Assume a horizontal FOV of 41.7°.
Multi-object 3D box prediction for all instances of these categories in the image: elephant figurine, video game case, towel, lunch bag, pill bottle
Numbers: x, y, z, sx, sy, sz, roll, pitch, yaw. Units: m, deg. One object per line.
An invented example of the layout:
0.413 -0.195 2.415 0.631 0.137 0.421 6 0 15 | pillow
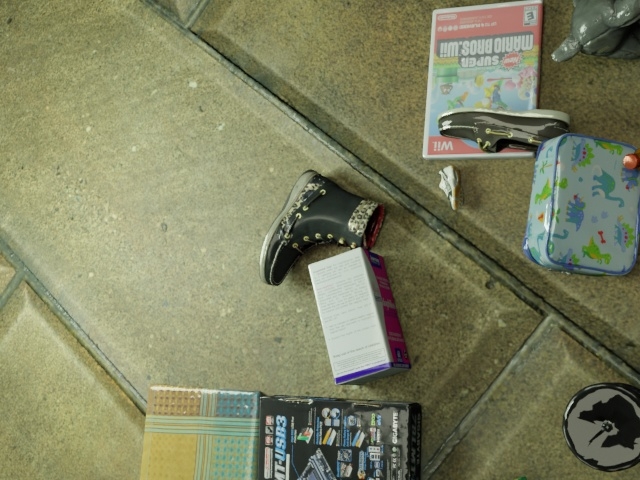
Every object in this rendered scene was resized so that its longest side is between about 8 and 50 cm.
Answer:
0.487 -0.429 1.395 0.169 0.186 0.239 130 139 -58 | elephant figurine
0.293 -0.288 1.516 0.204 0.025 0.285 1 82 26 | video game case
-0.238 0.473 1.635 0.271 0.040 0.370 -1 79 24 | towel
0.426 -0.053 1.342 0.176 0.090 0.219 8 85 -13 | lunch bag
0.436 0.271 1.243 0.122 0.219 0.123 -4 80 25 | pill bottle

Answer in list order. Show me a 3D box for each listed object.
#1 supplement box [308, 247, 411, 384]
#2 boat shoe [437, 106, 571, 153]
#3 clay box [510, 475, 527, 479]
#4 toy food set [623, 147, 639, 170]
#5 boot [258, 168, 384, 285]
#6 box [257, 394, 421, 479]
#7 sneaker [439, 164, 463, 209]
0.070 0.137 1.502 0.114 0.111 0.220 -21 73 21 | supplement box
0.306 -0.183 1.431 0.227 0.081 0.069 4 80 23 | boat shoe
0.309 0.500 1.330 0.127 0.053 0.222 -39 64 49 | clay box
0.550 -0.039 1.273 0.111 0.104 0.232 -18 85 53 | toy food set
0.000 -0.001 1.569 0.178 0.085 0.236 23 86 28 | boot
0.029 0.430 1.493 0.293 0.073 0.296 -3 81 25 | box
0.233 -0.092 1.512 0.037 0.032 0.083 -16 69 37 | sneaker
